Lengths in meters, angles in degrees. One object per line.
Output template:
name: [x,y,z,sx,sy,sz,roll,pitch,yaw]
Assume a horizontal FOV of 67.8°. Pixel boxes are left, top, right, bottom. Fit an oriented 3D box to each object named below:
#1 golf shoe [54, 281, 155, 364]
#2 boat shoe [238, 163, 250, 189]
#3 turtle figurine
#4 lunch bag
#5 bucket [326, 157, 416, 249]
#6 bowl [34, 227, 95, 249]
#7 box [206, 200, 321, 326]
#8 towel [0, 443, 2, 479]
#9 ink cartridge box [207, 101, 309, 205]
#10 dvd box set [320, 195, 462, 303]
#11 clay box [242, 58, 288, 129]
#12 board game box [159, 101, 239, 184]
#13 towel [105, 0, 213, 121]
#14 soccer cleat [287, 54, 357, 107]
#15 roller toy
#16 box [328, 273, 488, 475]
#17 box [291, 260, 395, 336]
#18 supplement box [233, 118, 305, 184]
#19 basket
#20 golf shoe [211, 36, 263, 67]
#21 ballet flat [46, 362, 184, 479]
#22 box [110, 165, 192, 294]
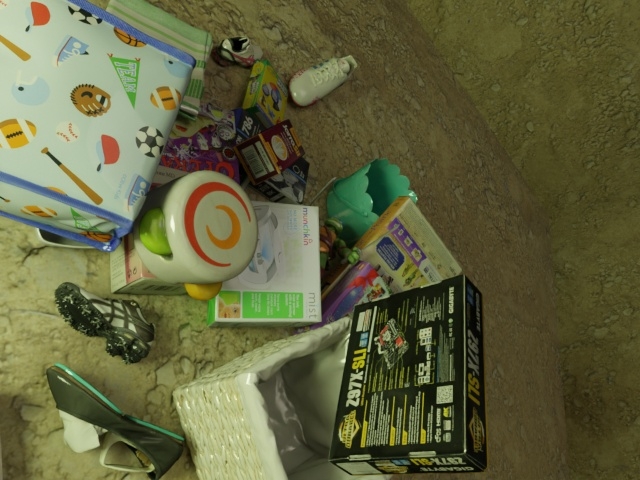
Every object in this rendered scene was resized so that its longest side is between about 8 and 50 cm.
golf shoe: [-0.380,0.132,0.853,0.198,0.077,0.094,53,29,-27]
boat shoe: [-0.212,-0.128,1.164,0.040,0.049,0.142,38,69,-22]
turtle figurine: [0.000,0.000,1.214,0.198,0.274,0.266,49,56,-20]
lunch bag: [-0.442,-0.202,0.731,0.385,0.239,0.328,22,66,-26]
bucket: [0.163,-0.105,1.500,0.281,0.183,0.281,25,54,-41]
bowl: [-0.449,-0.047,0.865,0.142,0.053,0.142,5,67,-48]
box: [-0.125,0.056,1.051,0.231,0.127,0.262,5,74,-20]
towel: [-0.559,0.350,0.545,0.331,0.053,0.317,7,67,-48]
ink cartridge box: [-0.170,-0.226,1.270,0.332,0.065,0.166,33,50,-34]
dvd box set: [0.188,0.128,1.339,0.420,0.062,0.308,-48,113,-14]
clay box: [-0.152,-0.413,1.365,0.127,0.053,0.222,49,40,-48]
board game box: [-0.345,-0.228,1.035,0.346,0.056,0.208,6,71,-37]
towel: [-0.371,-0.428,1.078,0.247,0.038,0.325,19,48,-27]
soccer cleat: [0.012,-0.543,1.569,0.116,0.143,0.331,56,40,-13]
roller toy: [-0.218,-0.016,0.839,0.209,0.146,0.191,47,49,-35]
box: [0.158,0.235,0.846,0.079,0.257,0.322,41,43,-29]
box: [0.077,0.224,1.226,0.293,0.057,0.201,-47,113,-15]
supplement box: [-0.121,-0.222,1.177,0.104,0.080,0.188,63,27,-15]
basket: [-0.058,0.370,0.945,0.328,0.266,0.332,-16,84,-51]
golf shoe: [-0.217,-0.537,1.348,0.186,0.086,0.068,-32,97,-53]
ballet flat: [-0.346,0.313,0.782,0.280,0.095,0.096,45,56,-25]
box: [-0.319,-0.017,0.941,0.148,0.126,0.233,8,67,-46]
